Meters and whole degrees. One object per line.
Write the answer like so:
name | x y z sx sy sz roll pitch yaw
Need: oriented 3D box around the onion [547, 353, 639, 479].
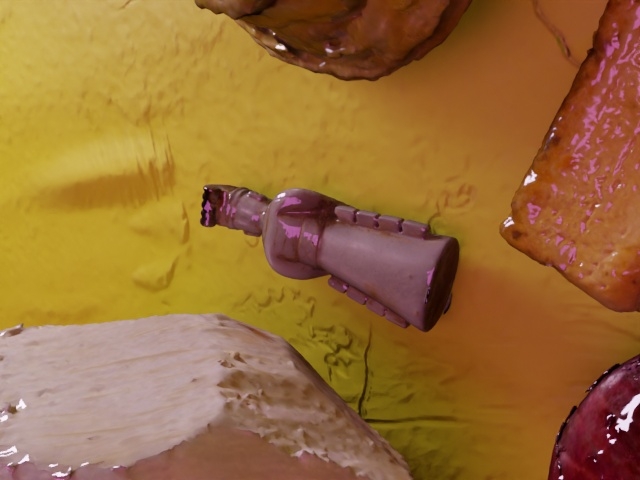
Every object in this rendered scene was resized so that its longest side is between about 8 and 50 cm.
onion | 0.231 0.170 0.410 0.252 0.219 0.252 3 97 28

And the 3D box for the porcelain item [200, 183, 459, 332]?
porcelain item | 0.000 0.000 0.616 0.213 0.054 0.084 20 111 27

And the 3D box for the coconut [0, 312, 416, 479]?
coconut | -0.107 0.226 0.588 0.415 0.415 0.345 36 110 21

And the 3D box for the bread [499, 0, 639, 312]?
bread | 0.192 -0.063 0.452 0.114 0.083 0.211 37 121 26

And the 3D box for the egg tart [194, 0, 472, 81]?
egg tart | -0.022 -0.225 0.485 0.294 0.123 0.294 32 133 41
